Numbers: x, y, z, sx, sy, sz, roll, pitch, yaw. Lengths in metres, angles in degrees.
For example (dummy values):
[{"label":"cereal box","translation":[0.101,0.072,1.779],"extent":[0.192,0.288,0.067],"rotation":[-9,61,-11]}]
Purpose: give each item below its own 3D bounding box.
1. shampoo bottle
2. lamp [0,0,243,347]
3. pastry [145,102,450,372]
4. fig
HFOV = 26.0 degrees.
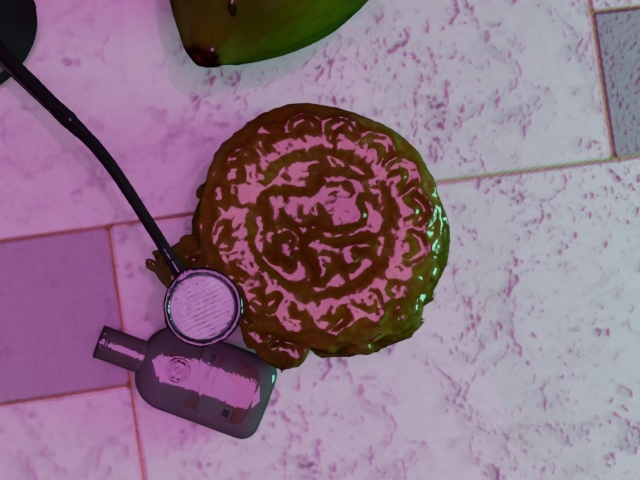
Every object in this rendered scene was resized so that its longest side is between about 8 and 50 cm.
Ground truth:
[{"label":"shampoo bottle","translation":[-0.127,0.121,1.273],"extent":[0.165,0.040,0.080],"rotation":[22,85,-9]},{"label":"lamp","translation":[-0.191,-0.065,1.218],"extent":[0.371,0.108,0.130],"rotation":[43,81,2]},{"label":"pastry","translation":[0.000,0.000,1.267],"extent":[0.240,0.132,0.235],"rotation":[35,91,1]},{"label":"fig","translation":[-0.046,-0.253,1.227],"extent":[0.203,0.203,0.225],"rotation":[29,76,-7]}]
